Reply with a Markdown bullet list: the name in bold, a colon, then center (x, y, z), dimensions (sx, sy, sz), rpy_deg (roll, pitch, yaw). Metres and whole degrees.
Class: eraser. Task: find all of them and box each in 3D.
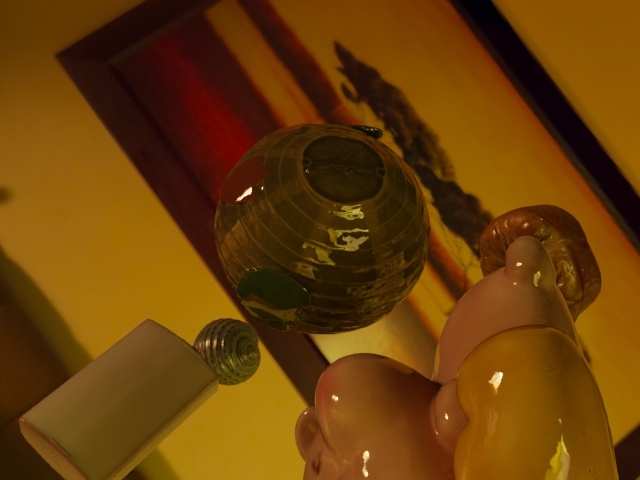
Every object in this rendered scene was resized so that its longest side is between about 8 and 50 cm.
- **eraser**: center (-0.314, 0.261, 1.219), dimensions (0.174, 0.270, 0.095), rpy_deg (34, -43, 18)

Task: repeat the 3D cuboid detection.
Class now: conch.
- **conch**: center (-0.182, 0.203, 1.441), dimensions (0.153, 0.135, 0.102), rpy_deg (8, -33, 18)

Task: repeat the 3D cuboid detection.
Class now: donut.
- **donut**: center (0.373, 0.047, 1.313), dimensions (0.226, 0.113, 0.227), rpy_deg (39, -40, 41)

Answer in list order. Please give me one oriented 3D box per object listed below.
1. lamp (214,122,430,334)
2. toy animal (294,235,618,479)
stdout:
- **lamp**: center (0.000, 0.000, 0.889), dimensions (0.250, 0.250, 0.284), rpy_deg (48, -29, 22)
- **toy animal**: center (0.085, 0.154, 0.574), dimensions (0.278, 0.246, 0.345), rpy_deg (67, 20, -49)
